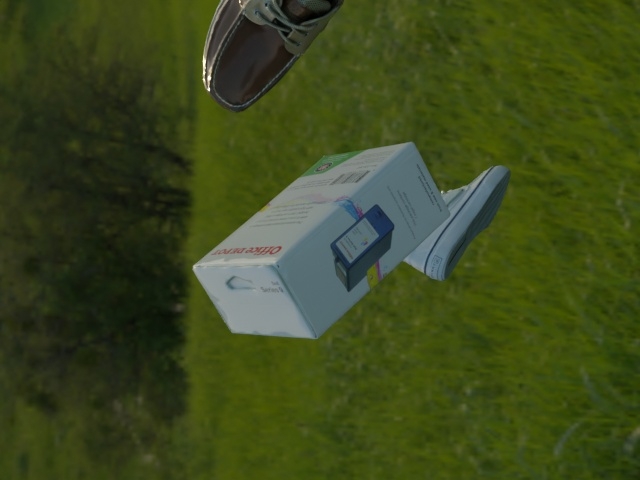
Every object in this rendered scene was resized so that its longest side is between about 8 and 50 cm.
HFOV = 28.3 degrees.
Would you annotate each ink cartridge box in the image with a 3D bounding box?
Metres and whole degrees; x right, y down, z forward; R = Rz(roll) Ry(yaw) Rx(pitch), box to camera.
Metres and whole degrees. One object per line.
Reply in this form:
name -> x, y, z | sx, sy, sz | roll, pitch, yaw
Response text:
ink cartridge box -> 0.000, 0.000, 1.270 | 0.154, 0.212, 0.093 | -4, 120, 53

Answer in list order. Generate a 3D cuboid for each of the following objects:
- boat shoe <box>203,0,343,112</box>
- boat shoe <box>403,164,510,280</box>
boat shoe -> -0.036, -0.289, 1.500 | 0.324, 0.123, 0.116 | -57, 16, 16
boat shoe -> 0.182, -0.039, 1.713 | 0.075, 0.226, 0.083 | 24, 135, 19
